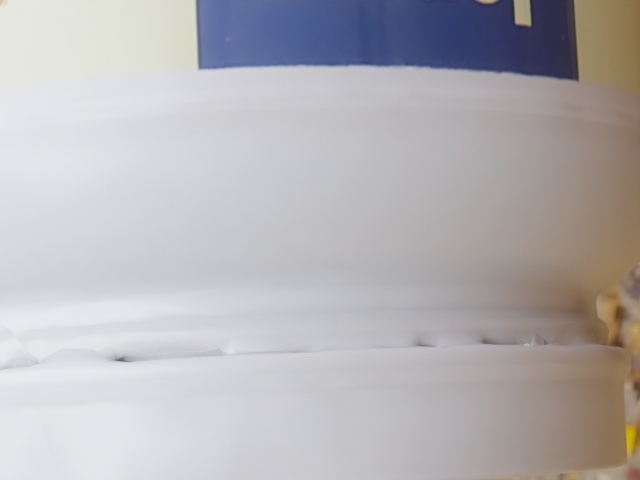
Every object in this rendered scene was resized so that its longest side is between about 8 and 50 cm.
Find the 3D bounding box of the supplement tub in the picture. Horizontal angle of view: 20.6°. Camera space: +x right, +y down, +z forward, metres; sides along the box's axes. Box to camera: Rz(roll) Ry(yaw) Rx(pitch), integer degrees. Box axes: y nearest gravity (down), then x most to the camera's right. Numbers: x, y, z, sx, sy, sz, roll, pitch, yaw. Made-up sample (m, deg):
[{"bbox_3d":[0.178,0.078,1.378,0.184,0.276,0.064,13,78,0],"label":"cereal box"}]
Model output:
[{"bbox_3d":[-0.022,-0.093,0.506,0.235,0.235,0.325,-15,77,61],"label":"supplement tub"}]
